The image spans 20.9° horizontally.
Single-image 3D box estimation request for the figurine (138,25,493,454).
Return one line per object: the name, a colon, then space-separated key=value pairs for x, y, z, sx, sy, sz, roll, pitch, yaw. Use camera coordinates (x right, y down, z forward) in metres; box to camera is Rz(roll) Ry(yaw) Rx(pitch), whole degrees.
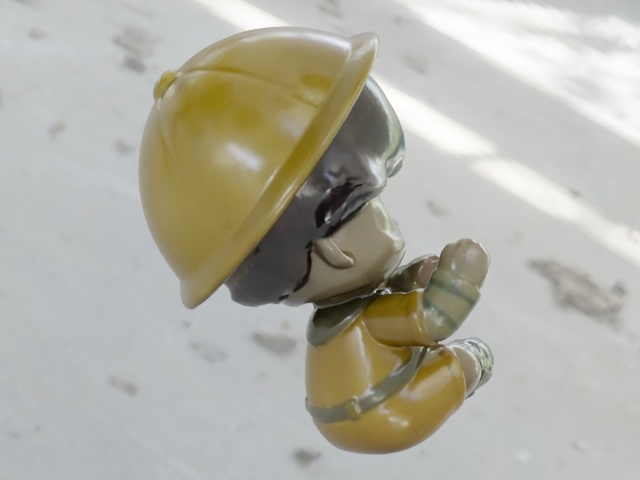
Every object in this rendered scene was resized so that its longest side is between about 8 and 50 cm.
figurine: x=-0.004 y=0.002 z=1.001 sx=0.167 sy=0.192 sz=0.257 roll=-27 pitch=94 yaw=-26
